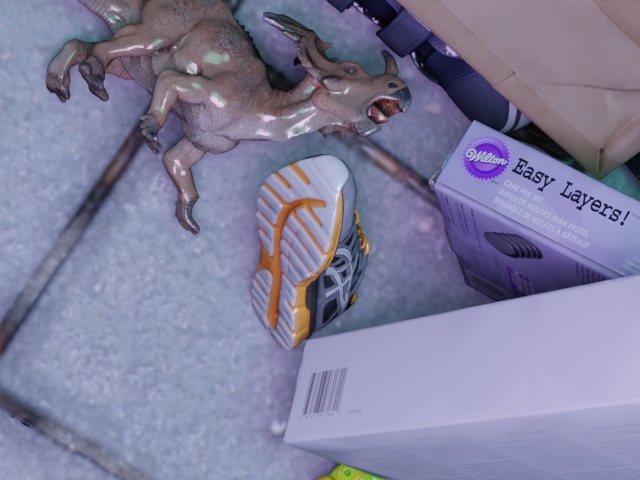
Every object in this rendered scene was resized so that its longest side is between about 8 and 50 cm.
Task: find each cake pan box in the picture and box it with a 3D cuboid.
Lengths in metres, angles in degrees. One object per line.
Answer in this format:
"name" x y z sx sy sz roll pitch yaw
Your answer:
"cake pan box" 0.218 0.031 1.304 0.246 0.267 0.070 30 79 20

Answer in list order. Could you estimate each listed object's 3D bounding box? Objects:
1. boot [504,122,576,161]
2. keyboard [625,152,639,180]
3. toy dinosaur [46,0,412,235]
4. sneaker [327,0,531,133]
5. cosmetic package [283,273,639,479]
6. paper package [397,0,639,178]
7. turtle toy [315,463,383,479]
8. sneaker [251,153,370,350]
"boot" 0.215 -0.091 1.413 0.106 0.114 0.037 9 87 -15
"keyboard" 0.420 -0.036 1.469 0.201 0.033 0.317 -39 84 -6
"toy dinosaur" -0.090 -0.148 1.339 0.296 0.127 0.200 44 72 3
"sneaker" 0.058 -0.219 1.370 0.127 0.126 0.321 -24 85 -18
"cosmetic package" 0.199 0.137 1.239 0.284 0.377 0.097 28 65 -31
"paper package" 0.205 -0.270 1.299 0.309 0.168 0.325 39 46 -19
"turtle toy" 0.028 0.223 1.391 0.130 0.066 0.095 -41 100 -11
"sneaker" 0.000 0.000 1.332 0.083 0.215 0.084 -24 64 -25
